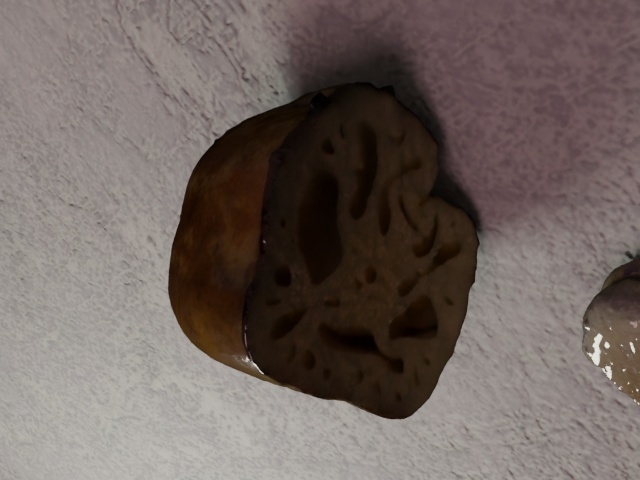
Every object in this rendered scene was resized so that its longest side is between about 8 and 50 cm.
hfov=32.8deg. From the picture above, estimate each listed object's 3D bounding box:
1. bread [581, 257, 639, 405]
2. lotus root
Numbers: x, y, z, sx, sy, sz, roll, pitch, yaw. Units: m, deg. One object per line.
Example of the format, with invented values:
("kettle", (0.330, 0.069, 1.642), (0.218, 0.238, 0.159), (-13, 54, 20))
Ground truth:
("bread", (0.398, 0.127, 0.943), (0.337, 0.102, 0.183), (40, 135, 6))
("lotus root", (0.000, 0.000, 1.050), (0.250, 0.316, 0.316), (10, 133, 55))
